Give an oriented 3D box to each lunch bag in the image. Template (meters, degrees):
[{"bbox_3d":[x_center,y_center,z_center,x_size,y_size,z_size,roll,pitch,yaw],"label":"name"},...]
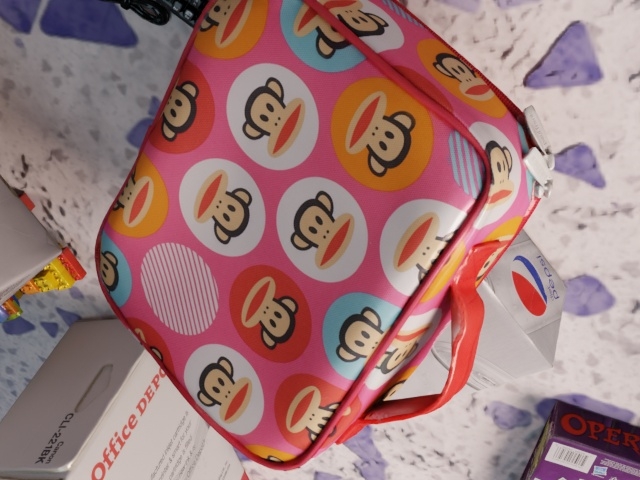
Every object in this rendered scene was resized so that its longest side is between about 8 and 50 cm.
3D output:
[{"bbox_3d":[0.000,0.000,0.636,0.258,0.120,0.293,44,122,18],"label":"lunch bag"}]

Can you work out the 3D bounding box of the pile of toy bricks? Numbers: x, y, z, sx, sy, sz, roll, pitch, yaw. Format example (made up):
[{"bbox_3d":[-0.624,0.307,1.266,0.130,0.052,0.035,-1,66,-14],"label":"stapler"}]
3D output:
[{"bbox_3d":[-0.326,0.042,0.887,0.212,0.105,0.118,-15,120,31],"label":"pile of toy bricks"}]

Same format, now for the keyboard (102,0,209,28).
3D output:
[{"bbox_3d":[-0.117,-0.190,0.669,0.180,0.023,0.108,36,132,-8],"label":"keyboard"}]

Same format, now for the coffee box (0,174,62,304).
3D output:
[{"bbox_3d":[-0.346,0.035,0.776,0.246,0.098,0.141,-36,95,24],"label":"coffee box"}]

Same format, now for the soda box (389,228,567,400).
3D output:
[{"bbox_3d":[0.043,0.077,0.775,0.286,0.091,0.098,-25,115,36],"label":"soda box"}]

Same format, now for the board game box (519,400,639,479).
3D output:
[{"bbox_3d":[0.337,0.270,0.845,0.347,0.056,0.208,18,128,8],"label":"board game box"}]

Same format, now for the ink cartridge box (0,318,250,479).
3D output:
[{"bbox_3d":[-0.176,0.233,0.919,0.114,0.197,0.272,-3,126,24],"label":"ink cartridge box"}]
